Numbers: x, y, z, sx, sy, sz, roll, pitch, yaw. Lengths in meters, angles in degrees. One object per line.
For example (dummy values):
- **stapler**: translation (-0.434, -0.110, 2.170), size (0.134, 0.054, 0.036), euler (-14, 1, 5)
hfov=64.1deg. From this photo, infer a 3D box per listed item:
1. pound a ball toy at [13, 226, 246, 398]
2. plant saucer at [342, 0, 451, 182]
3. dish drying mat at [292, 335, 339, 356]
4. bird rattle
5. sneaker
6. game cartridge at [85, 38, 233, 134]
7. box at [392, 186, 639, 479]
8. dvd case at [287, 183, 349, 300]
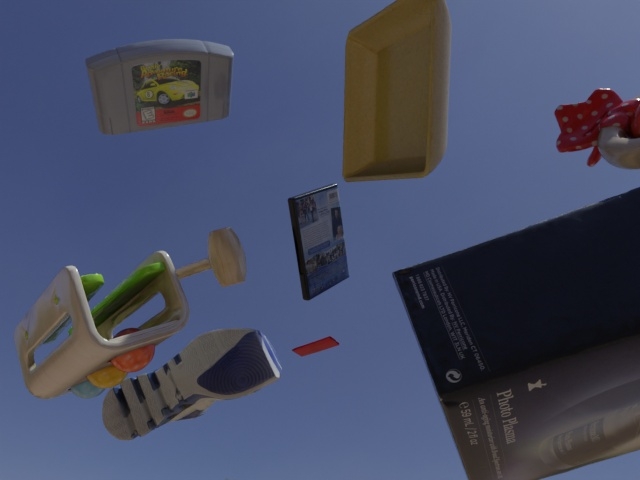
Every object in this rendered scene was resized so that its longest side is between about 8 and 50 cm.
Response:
- **pound a ball toy**: translation (-0.251, 0.113, 0.686), size (0.208, 0.135, 0.319), euler (-11, -15, -47)
- **plant saucer**: translation (0.152, -0.284, 1.013), size (0.081, 0.332, 0.333), euler (-1, 5, -23)
- **dish drying mat**: translation (-0.009, 0.190, 0.915), size (0.083, 0.008, 0.032), euler (-24, -44, 28)
- **bird rattle**: translation (0.416, -0.162, 0.628), size (0.254, 0.207, 0.143), euler (-18, -67, 36)
- **sneaker**: translation (-0.226, 0.260, 0.962), size (0.316, 0.127, 0.182), euler (-24, -12, 3)
- **game cartridge**: translation (-0.330, -0.328, 1.084), size (0.294, 0.060, 0.196), euler (-15, -35, -23)
- **box**: translation (0.276, 0.137, 0.607), size (0.294, 0.182, 0.296), euler (-21, -47, 6)
- **dvd case**: translation (0.000, 0.000, 1.259), size (0.022, 0.180, 0.252), euler (3, -72, 38)
